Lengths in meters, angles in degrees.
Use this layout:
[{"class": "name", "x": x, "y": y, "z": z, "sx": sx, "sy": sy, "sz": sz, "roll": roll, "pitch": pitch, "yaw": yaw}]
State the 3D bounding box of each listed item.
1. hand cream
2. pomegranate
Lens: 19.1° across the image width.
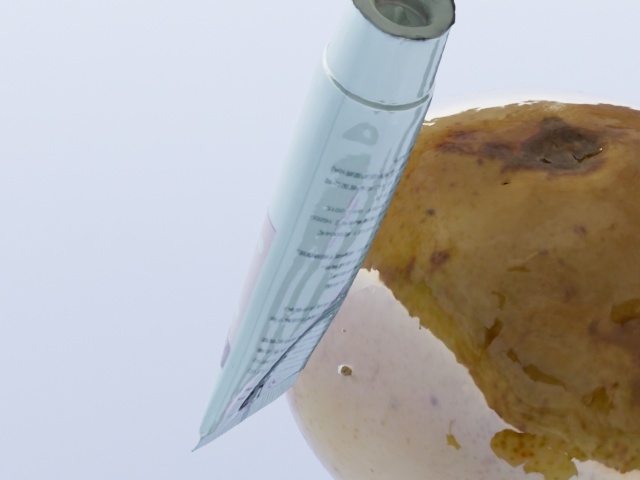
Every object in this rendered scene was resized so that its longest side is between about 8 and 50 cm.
[{"class": "hand cream", "x": 0.000, "y": 0.000, "z": 0.976, "sx": 0.058, "sy": 0.331, "sz": 0.085, "roll": 39, "pitch": -131, "yaw": 19}, {"class": "pomegranate", "x": 0.165, "y": 0.081, "z": 1.509, "sx": 0.416, "sy": 0.417, "sz": 0.417, "roll": 15, "pitch": -137, "yaw": -15}]
